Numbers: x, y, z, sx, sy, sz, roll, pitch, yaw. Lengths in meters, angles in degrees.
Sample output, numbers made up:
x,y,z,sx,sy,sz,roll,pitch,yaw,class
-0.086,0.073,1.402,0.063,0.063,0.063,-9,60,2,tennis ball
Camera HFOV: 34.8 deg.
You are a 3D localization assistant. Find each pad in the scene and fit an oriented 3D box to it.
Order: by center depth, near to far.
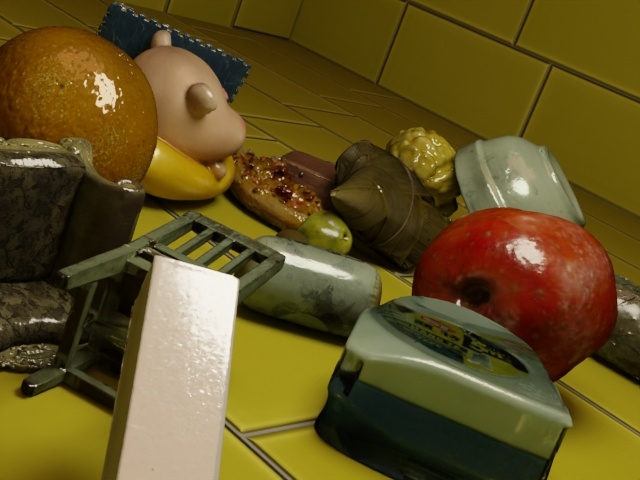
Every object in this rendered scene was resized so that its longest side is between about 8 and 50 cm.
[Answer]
x,y,z,sx,sy,sz,roll,pitch,yaw,class
-0.292,-0.266,1.796,0.269,0.270,0.012,20,40,-19,pad

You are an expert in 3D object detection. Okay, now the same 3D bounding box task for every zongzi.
x,y,z,sx,sy,sz,roll,pitch,yaw,class
0.059,-0.105,1.767,0.300,0.145,0.274,27,21,-45,zongzi

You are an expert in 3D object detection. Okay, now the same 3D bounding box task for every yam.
x,y,z,sx,sy,sz,roll,pitch,yaw,class
0.501,0.136,1.718,0.254,0.154,0.154,34,21,30,yam

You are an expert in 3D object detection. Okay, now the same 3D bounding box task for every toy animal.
x,y,z,sx,sy,sz,roll,pitch,yaw,class
-0.250,-0.214,1.711,0.277,0.247,0.345,14,12,-42,toy animal

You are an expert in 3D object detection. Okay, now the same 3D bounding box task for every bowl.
x,y,z,sx,sy,sz,roll,pitch,yaw,class
0.392,-0.069,1.938,0.307,0.163,0.307,51,22,-30,bowl

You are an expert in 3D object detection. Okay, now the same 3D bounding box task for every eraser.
x,y,z,sx,sy,sz,roll,pitch,yaw,class
-0.121,0.153,0.789,0.078,0.076,0.298,17,46,-16,eraser

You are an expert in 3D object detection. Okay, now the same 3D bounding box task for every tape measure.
x,y,z,sx,sy,sz,roll,pitch,yaw,class
0.148,0.174,1.180,0.259,0.138,0.262,24,17,5,tape measure

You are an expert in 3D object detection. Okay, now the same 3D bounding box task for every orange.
x,y,z,sx,sy,sz,roll,pitch,yaw,class
-0.352,-0.154,1.388,0.274,0.274,0.274,19,17,-6,orange

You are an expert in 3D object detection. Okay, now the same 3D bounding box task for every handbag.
x,y,z,sx,sy,sz,roll,pitch,yaw,class
0.011,-0.109,2.014,0.193,0.072,0.151,22,16,7,handbag

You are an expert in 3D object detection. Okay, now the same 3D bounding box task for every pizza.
x,y,z,sx,sy,sz,roll,pitch,yaw,class
-0.080,-0.090,1.819,0.161,0.086,0.305,6,24,-44,pizza

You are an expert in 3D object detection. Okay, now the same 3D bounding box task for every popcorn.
x,y,z,sx,sy,sz,roll,pitch,yaw,class
0.180,-0.112,2.009,0.200,0.203,0.226,48,-21,-28,popcorn

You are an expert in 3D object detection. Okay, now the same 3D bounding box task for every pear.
x,y,z,sx,sy,sz,roll,pitch,yaw,class
0.000,0.000,1.643,0.097,0.092,0.092,-19,-11,37,pear

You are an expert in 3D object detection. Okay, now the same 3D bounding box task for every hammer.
x,y,z,sx,sy,sz,roll,pitch,yaw,class
-0.032,0.035,1.469,0.201,0.113,0.305,20,11,-14,hammer

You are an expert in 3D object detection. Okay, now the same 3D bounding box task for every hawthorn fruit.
x,y,z,sx,sy,sz,roll,pitch,yaw,class
0.263,0.073,1.406,0.284,0.284,0.284,19,17,-6,hawthorn fruit

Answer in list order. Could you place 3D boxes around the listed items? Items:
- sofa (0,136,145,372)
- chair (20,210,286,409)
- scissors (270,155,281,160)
x,y,z,sx,sy,sz,roll,pitch,yaw,class
-0.308,0.006,1.048,0.182,0.200,0.258,30,17,33,sofa
-0.163,0.085,1.056,0.136,0.147,0.270,25,21,13,chair
-0.030,-0.143,2.153,0.176,0.022,0.085,20,13,9,scissors
